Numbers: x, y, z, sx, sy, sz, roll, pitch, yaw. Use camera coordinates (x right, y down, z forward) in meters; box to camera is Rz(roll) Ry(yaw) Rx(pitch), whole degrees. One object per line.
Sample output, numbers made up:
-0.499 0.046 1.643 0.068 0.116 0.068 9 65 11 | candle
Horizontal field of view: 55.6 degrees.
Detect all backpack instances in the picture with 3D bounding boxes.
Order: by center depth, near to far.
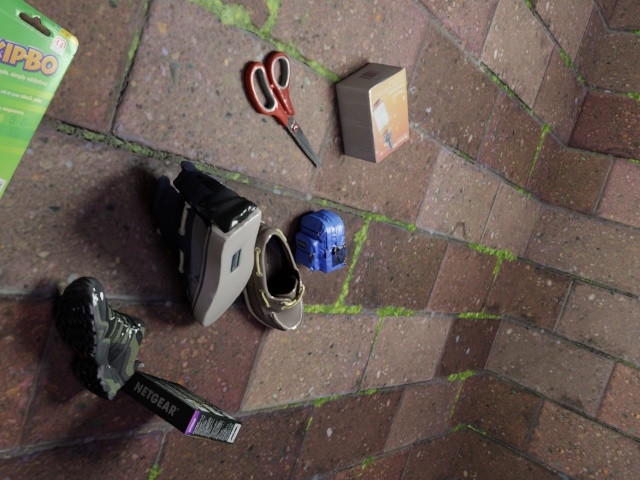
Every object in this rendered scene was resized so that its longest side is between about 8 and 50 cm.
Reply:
0.000 0.000 1.295 0.101 0.098 0.120 -20 123 -42 | backpack

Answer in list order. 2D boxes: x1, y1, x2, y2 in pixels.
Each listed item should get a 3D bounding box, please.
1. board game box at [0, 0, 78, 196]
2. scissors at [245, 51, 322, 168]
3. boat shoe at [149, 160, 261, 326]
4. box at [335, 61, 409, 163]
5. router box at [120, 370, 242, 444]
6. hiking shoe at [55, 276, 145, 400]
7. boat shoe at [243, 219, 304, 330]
-0.404 -0.165 0.737 0.124 0.039 0.259 32 84 -55 | board game box
-0.066 -0.223 1.166 0.109 0.021 0.297 -50 142 -28 | scissors
-0.204 0.009 1.032 0.127 0.158 0.340 -43 166 -38 | boat shoe
0.116 -0.276 1.311 0.130 0.091 0.170 -40 135 -34 | box
-0.242 0.289 1.056 0.133 0.179 0.046 41 72 -52 | router box
-0.337 0.138 0.957 0.114 0.086 0.226 -45 146 -49 | hiking shoe
-0.091 0.084 1.218 0.116 0.097 0.324 -47 139 -28 | boat shoe
